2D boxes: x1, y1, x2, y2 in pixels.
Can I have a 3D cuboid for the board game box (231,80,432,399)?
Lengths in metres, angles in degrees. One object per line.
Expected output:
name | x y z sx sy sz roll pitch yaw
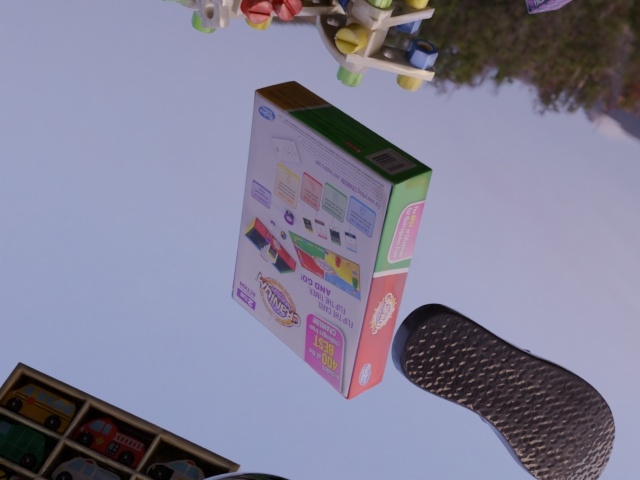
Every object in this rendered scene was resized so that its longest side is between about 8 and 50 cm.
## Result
board game box | 0.000 0.000 1.261 0.064 0.317 0.242 -21 -135 -37

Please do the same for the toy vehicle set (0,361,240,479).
toy vehicle set | -0.236 0.247 1.038 0.266 0.035 0.166 22 -121 12

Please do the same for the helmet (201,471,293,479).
helmet | -0.057 0.252 0.765 0.162 0.169 0.169 56 -164 -5

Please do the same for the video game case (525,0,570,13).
video game case | 0.228 -0.338 0.939 0.041 0.210 0.232 -13 -179 -12

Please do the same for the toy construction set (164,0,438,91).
toy construction set | -0.039 -0.252 1.074 0.327 0.151 0.215 3 -138 -45

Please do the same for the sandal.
sandal | 0.167 0.132 0.914 0.254 0.097 0.054 39 179 -22
